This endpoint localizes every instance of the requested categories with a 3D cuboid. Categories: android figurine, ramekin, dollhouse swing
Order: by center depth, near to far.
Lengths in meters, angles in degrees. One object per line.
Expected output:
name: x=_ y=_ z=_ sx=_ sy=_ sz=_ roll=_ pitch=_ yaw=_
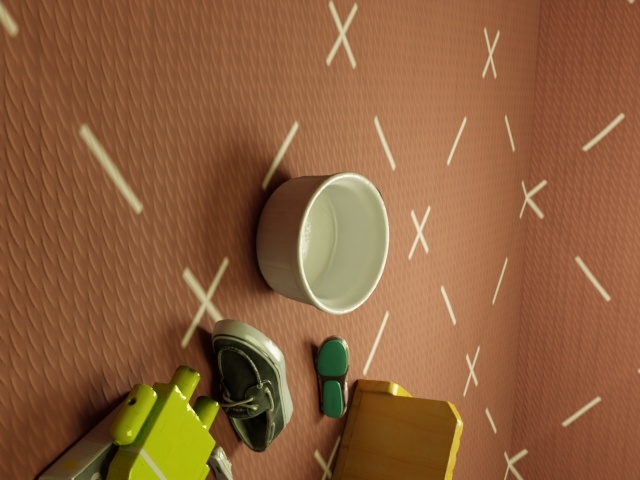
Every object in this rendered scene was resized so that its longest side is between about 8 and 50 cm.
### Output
android figurine: x=-0.249 y=0.339 z=1.511 sx=0.273 sy=0.056 sz=0.248 roll=-64 pitch=145 yaw=-35
ramekin: x=0.000 y=0.000 z=1.907 sx=0.277 sy=0.135 sz=0.277 roll=-9 pitch=102 yaw=-49
dollhouse swing: x=0.208 y=0.539 z=2.291 sx=0.315 sy=0.305 sz=0.346 roll=45 pitch=55 yaw=-56

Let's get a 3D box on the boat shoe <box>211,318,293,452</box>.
boat shoe: x=-0.126 y=0.280 z=1.790 sx=0.335 sy=0.121 sz=0.119 roll=70 pitch=34 yaw=-44

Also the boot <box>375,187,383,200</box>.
boot: x=0.055 y=-0.048 z=2.116 sx=0.161 sy=0.083 sz=0.246 roll=47 pitch=53 yaw=-49

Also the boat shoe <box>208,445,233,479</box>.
boat shoe: x=-0.181 y=0.425 z=1.816 sx=0.035 sy=0.035 sz=0.100 roll=-53 pitch=133 yaw=-40

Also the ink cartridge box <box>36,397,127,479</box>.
ink cartridge box: x=-0.327 y=0.443 z=1.507 sx=0.307 sy=0.072 sz=0.303 roll=-45 pitch=134 yaw=-52

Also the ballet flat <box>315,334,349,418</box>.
ballet flat: x=0.031 y=0.292 z=2.160 sx=0.079 sy=0.077 sz=0.221 roll=-71 pitch=161 yaw=-62
